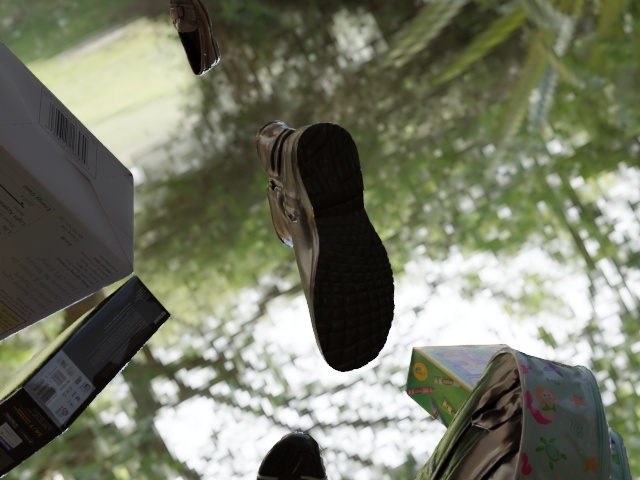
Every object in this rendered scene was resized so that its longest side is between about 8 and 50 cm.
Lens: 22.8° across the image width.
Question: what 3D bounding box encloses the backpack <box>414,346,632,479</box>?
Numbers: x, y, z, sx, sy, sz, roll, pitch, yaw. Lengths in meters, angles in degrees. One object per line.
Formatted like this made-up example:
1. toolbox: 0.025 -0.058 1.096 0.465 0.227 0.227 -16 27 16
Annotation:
1. backpack: 0.202 0.242 1.578 0.225 0.191 0.254 -89 -165 -55

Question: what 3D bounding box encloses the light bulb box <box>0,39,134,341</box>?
1. light bulb box: -0.521 -0.051 2.348 0.361 0.358 0.225 -26 -139 18

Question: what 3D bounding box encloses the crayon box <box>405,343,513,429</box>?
1. crayon box: 0.260 0.233 2.289 0.165 0.081 0.278 0 -163 -25

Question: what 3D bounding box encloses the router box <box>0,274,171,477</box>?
1. router box: -0.362 0.198 2.114 0.243 0.081 0.309 -36 -172 34

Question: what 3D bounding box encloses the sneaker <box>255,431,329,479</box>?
1. sneaker: -0.033 0.363 2.406 0.106 0.281 0.162 9 -144 7

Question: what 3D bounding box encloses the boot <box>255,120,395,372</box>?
1. boot: 0.000 0.000 1.563 0.083 0.247 0.161 -10 -176 -18

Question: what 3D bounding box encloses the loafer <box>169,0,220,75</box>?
1. loafer: -0.160 -0.261 1.979 0.045 0.125 0.039 8 -132 32
